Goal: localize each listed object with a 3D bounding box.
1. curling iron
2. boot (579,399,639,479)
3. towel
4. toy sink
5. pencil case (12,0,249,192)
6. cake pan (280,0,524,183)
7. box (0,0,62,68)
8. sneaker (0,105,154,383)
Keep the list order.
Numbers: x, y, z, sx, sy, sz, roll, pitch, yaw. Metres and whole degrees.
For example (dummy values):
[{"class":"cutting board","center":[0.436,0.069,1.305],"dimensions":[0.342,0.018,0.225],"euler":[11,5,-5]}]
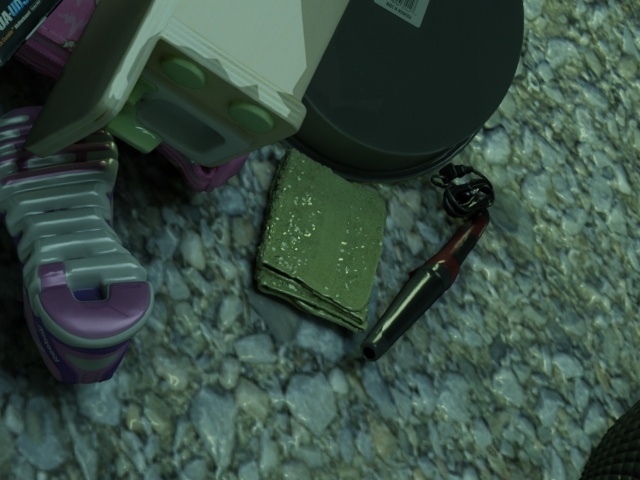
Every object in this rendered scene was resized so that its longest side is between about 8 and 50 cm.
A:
[{"class":"curling iron","center":[0.085,0.020,1.662],"dimensions":[0.068,0.035,0.274],"euler":[48,40,-11]},{"class":"boot","center":[0.309,0.272,1.626],"dimensions":[0.222,0.118,0.338],"euler":[44,53,-10]},{"class":"towel","center":[0.000,0.000,1.613],"dimensions":[0.110,0.027,0.148],"euler":[29,46,-20]},{"class":"toy sink","center":[-0.077,-0.137,1.373],"dimensions":[0.131,0.153,0.234],"euler":[33,67,-19]},{"class":"pencil case","center":[-0.198,-0.191,1.494],"dimensions":[0.386,0.167,0.160],"euler":[32,89,-18]},{"class":"cake pan","center":[0.055,-0.196,1.689],"dimensions":[0.293,0.054,0.293],"euler":[2,85,-30]},{"class":"box","center":[-0.239,-0.120,1.317],"dimensions":[0.051,0.220,0.175],"euler":[43,42,-11]},{"class":"sneaker","center":[-0.182,0.007,1.408],"dimensions":[0.095,0.104,0.236],"euler":[-6,50,-16]}]
